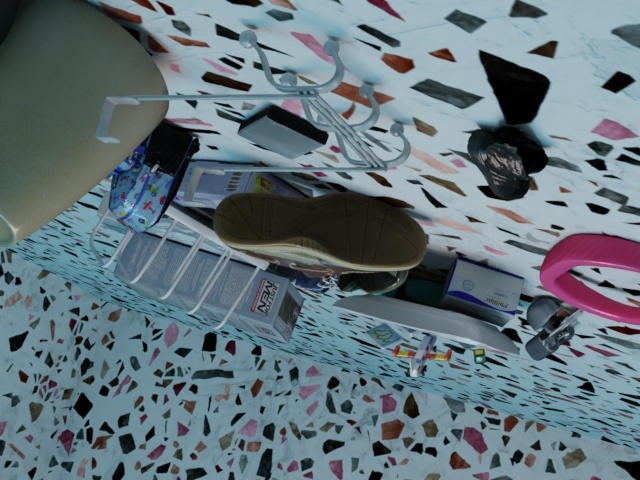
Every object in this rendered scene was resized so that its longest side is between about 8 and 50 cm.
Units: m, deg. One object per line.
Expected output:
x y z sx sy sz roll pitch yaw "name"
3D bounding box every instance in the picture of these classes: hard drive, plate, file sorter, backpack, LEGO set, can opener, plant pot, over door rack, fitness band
-0.055 -0.153 1.620 0.094 0.022 0.135 24 166 -18 "hard drive"
0.197 0.146 2.044 0.278 0.045 0.277 12 176 27 "plate"
-0.278 0.018 2.171 0.278 0.173 0.193 32 -176 -27 "file sorter"
-0.229 -0.001 2.434 0.339 0.064 0.237 29 164 -32 "hard drive"
-0.292 -0.104 1.844 0.117 0.173 0.158 26 167 -25 "backpack"
0.214 0.183 2.204 0.244 0.182 0.060 42 149 55 "LEGO set"
0.425 0.159 2.136 0.095 0.076 0.283 51 172 10 "can opener"
-0.373 -0.134 1.466 0.256 0.274 0.256 21 151 13 "plant pot"
-0.080 -0.151 1.409 0.324 0.108 0.239 -9 156 23 "over door rack"
0.440 0.063 1.698 0.209 0.054 0.291 20 166 1 "fitness band"

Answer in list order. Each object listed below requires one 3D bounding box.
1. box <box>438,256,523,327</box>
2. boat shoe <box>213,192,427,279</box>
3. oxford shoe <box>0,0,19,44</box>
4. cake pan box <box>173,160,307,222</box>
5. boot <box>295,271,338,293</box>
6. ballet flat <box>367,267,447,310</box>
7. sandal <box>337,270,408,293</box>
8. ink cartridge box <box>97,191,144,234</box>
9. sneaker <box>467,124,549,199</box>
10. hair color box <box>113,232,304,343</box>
0.283 0.094 2.018 0.126 0.072 0.137 18 168 3 "box"
0.000 0.000 1.846 0.342 0.123 0.123 4 157 3 "boat shoe"
-0.401 -0.303 1.324 0.076 0.076 0.212 30 140 12 "oxford shoe"
-0.128 -0.062 2.016 0.267 0.070 0.246 8 160 45 "cake pan box"
0.032 0.068 2.264 0.069 0.086 0.190 30 164 -38 "boot"
0.161 0.081 2.163 0.232 0.080 0.073 19 -163 17 "ballet flat"
0.100 0.035 2.016 0.086 0.120 0.303 3 177 -15 "sandal"
-0.438 -0.053 2.542 0.099 0.056 0.135 19 167 1 "ink cartridge box"
0.237 -0.090 1.369 0.089 0.051 0.170 15 164 40 "sneaker"
-0.239 0.102 2.476 0.374 0.113 0.185 17 167 14 "hair color box"
